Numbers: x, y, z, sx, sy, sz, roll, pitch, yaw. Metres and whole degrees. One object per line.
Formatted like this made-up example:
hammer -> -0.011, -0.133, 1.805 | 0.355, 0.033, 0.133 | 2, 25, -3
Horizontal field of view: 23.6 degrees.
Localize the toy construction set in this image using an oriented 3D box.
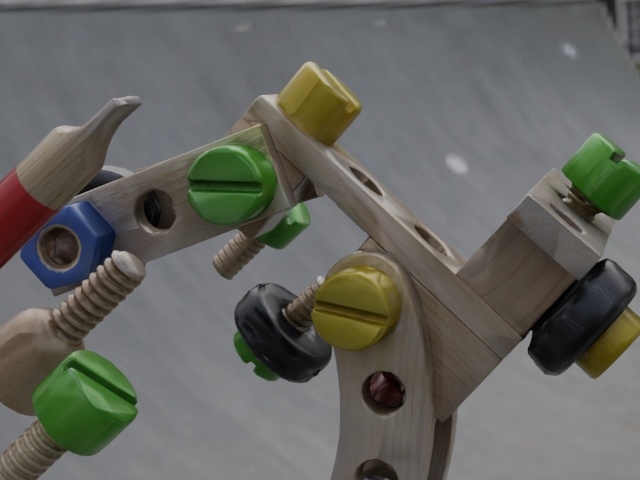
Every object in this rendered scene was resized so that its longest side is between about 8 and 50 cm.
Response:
toy construction set -> 0.000, 0.000, 0.670 | 0.237, 0.257, 0.309 | -43, -30, 19
